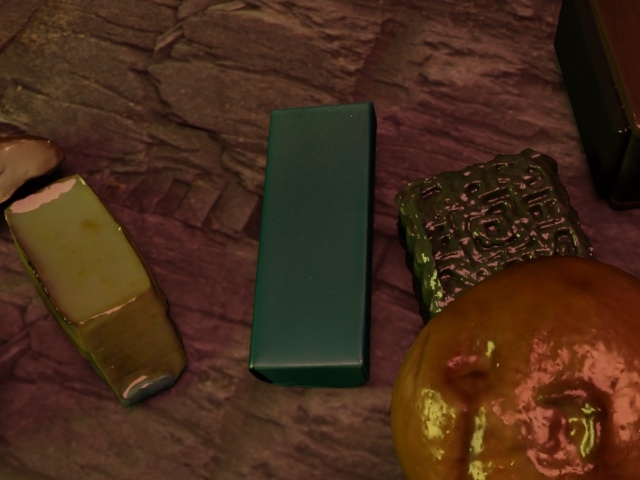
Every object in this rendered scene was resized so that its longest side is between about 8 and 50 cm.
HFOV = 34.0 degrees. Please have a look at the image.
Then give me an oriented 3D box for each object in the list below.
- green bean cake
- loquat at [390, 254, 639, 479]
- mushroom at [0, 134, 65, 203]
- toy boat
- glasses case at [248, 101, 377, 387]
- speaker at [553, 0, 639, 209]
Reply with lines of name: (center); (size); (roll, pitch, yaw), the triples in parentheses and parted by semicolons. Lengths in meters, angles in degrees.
green bean cake: (0.175, 0.010, 1.038); (0.173, 0.094, 0.181); (-13, 61, -1)
loquat: (0.199, 0.156, 0.852); (0.275, 0.284, 0.276); (-7, 64, 14)
mushroom: (-0.378, -0.052, 1.125); (0.209, 0.094, 0.072); (-40, 110, -18)
toy boat: (-0.234, 0.033, 1.068); (0.111, 0.084, 0.276); (-29, 62, -12)
glasses case: (-0.002, 0.000, 1.078); (0.117, 0.070, 0.301); (-2, 63, 11)
speaker: (0.363, -0.175, 1.087); (0.192, 0.153, 0.231); (-9, 61, 1)
